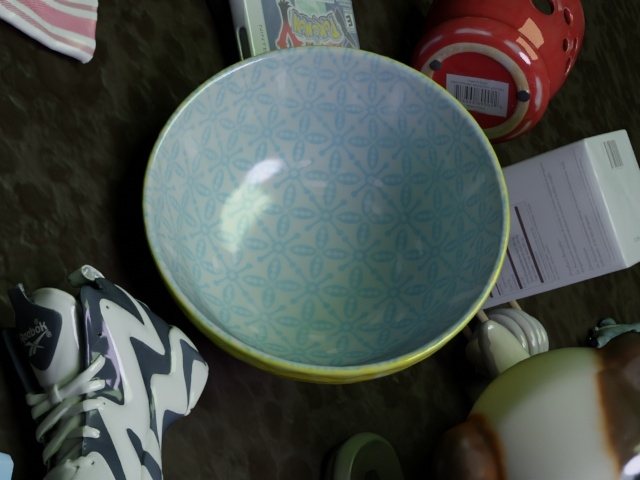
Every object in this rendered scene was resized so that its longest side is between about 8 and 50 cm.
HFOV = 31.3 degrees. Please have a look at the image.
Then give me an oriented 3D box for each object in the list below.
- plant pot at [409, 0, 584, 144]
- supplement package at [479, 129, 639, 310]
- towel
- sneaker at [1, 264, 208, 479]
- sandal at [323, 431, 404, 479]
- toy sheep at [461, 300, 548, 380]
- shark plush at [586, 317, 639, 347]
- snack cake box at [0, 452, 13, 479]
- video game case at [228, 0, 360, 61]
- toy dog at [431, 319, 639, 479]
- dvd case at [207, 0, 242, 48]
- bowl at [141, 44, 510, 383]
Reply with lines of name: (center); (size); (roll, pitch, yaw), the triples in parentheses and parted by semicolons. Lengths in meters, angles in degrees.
plant pot: (0.207, -0.226, 1.369); (0.191, 0.191, 0.174); (55, 40, -21)
supplement package: (0.211, -0.012, 1.208); (0.139, 0.244, 0.134); (-15, 87, -57)
towel: (-0.232, -0.252, 0.904); (0.144, 0.029, 0.197); (25, 54, -46)
sneaker: (-0.167, 0.107, 0.749); (0.153, 0.094, 0.235); (52, 37, -22)
sandal: (0.090, 0.314, 1.007); (0.120, 0.086, 0.303); (-21, 91, -56)
toy sheep: (0.212, 0.115, 1.289); (0.132, 0.091, 0.091); (-14, 84, -38)
shark plush: (0.407, 0.127, 1.571); (0.161, 0.067, 0.073); (18, 59, -50)
snack cake box: (-0.278, 0.106, 0.451); (0.264, 0.152, 0.089); (28, 59, -46)
video game case: (-0.012, -0.165, 1.148); (0.201, 0.023, 0.183); (-10, 90, -57)
toy dog: (0.252, 0.214, 1.014); (0.408, 0.284, 0.395); (47, 25, -68)
dvd case: (-0.090, -0.325, 1.150); (0.180, 0.022, 0.253); (-32, 100, -55)
bowl: (0.000, 0.000, 0.955); (0.156, 0.289, 0.289); (100, -10, -64)
